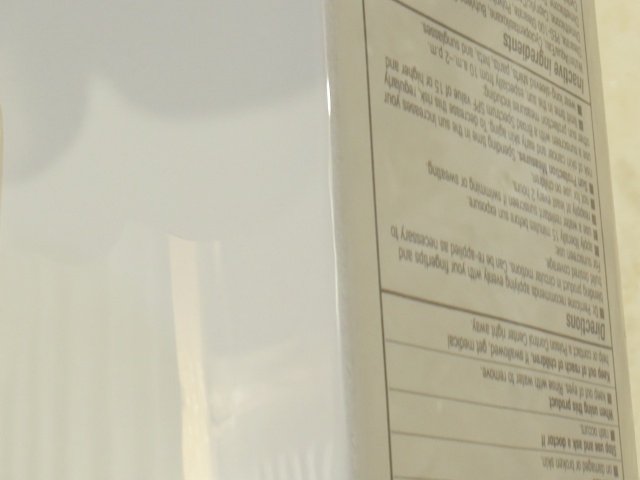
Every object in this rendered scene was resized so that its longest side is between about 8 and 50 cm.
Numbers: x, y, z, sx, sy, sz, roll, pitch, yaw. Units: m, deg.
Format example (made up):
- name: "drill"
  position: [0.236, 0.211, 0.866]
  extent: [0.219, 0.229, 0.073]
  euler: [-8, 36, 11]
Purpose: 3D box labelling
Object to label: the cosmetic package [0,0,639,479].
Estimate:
- name: "cosmetic package"
  position: [0.000, 0.000, 0.448]
  extent: [0.113, 0.160, 0.309]
  euler: [-10, 75, 31]
